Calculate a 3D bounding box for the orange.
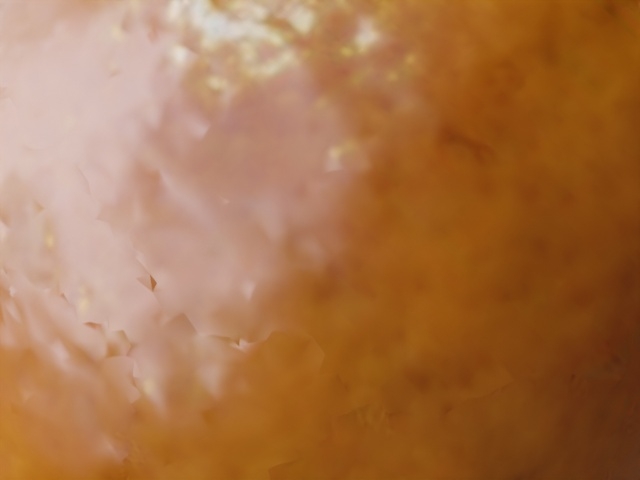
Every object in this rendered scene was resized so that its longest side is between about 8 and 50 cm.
[{"bbox_3d":[0.000,0.000,0.729,0.424,0.326,0.424,-45,-11,-12],"label":"orange"}]
